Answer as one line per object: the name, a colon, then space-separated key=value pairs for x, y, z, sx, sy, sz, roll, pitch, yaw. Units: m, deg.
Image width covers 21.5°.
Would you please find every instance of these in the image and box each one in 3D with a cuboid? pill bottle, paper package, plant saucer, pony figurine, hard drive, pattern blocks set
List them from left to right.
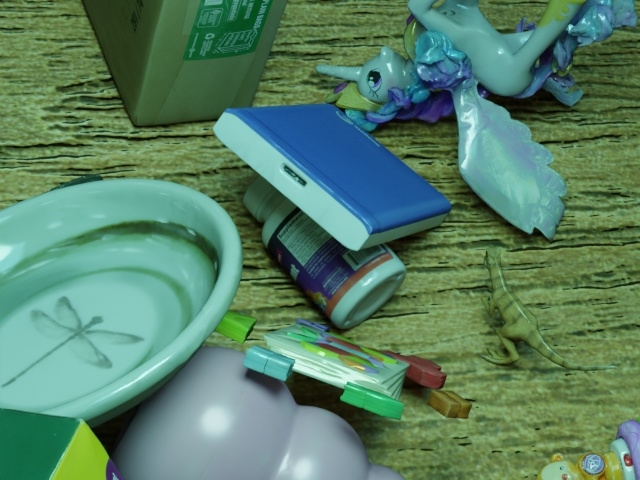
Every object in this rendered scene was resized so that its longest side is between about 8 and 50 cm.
plant saucer: x=-0.259 y=0.091 z=1.684 sx=0.400 sy=0.101 sz=0.400 roll=-13 pitch=33 yaw=8
paper package: x=-0.171 y=-0.344 z=2.007 sx=0.168 sy=0.325 sz=0.309 roll=-12 pitch=62 yaw=-23
pill bottle: x=0.000 y=0.000 z=1.955 sx=0.108 sy=0.108 sz=0.193 roll=-31 pitch=70 yaw=-31
hard drive: x=0.022 y=-0.080 z=1.941 sx=0.210 sy=0.040 sz=0.318 roll=40 pitch=17 yaw=12
pattern blocks set: x=0.023 y=0.127 z=1.785 sx=0.285 sy=0.325 sz=0.026 roll=19 pitch=96 yaw=-4
pony figurine: x=0.215 y=-0.219 z=2.064 sx=0.351 sy=0.363 sz=0.303 roll=26 pitch=44 yaw=-18

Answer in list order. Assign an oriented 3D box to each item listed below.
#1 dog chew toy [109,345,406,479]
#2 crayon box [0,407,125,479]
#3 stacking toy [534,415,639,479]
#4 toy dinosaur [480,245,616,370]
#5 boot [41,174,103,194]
dog chew toy: x=-0.045 y=0.248 z=1.727 sx=0.331 sy=0.206 sz=0.207 roll=29 pitch=53 yaw=-7
crayon box: x=-0.241 y=0.383 z=1.474 sx=0.106 sy=0.363 sz=0.313 roll=3 pitch=48 yaw=27
stacking toy: x=0.388 y=0.247 z=1.897 sx=0.301 sy=0.166 sz=0.175 roll=-9 pitch=69 yaw=-5
toy dinosaur: x=0.236 y=0.104 z=1.952 sx=0.064 sy=0.112 sz=0.211 roll=-26 pitch=68 yaw=-30
boot: x=-0.297 y=0.049 z=1.863 sx=0.246 sy=0.083 sz=0.161 roll=-38 pitch=78 yaw=-25
